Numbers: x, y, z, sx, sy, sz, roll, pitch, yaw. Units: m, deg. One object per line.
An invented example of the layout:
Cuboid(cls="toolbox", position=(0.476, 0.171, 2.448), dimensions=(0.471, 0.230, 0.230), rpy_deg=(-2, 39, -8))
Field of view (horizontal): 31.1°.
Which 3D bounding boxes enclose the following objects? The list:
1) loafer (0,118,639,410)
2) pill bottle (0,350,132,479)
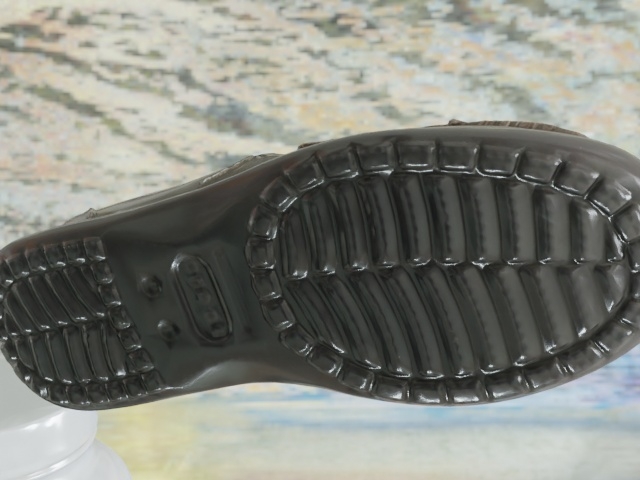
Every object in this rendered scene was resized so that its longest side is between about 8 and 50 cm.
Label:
Cuboid(cls="loafer", position=(0.000, 0.000, 0.590), dimensions=(0.366, 0.134, 0.130), rpy_deg=(-5, -161, 24))
Cuboid(cls="pill bottle", position=(-0.275, 0.319, 1.047), dimensions=(0.229, 0.407, 0.229), rpy_deg=(-2, -162, 1))
